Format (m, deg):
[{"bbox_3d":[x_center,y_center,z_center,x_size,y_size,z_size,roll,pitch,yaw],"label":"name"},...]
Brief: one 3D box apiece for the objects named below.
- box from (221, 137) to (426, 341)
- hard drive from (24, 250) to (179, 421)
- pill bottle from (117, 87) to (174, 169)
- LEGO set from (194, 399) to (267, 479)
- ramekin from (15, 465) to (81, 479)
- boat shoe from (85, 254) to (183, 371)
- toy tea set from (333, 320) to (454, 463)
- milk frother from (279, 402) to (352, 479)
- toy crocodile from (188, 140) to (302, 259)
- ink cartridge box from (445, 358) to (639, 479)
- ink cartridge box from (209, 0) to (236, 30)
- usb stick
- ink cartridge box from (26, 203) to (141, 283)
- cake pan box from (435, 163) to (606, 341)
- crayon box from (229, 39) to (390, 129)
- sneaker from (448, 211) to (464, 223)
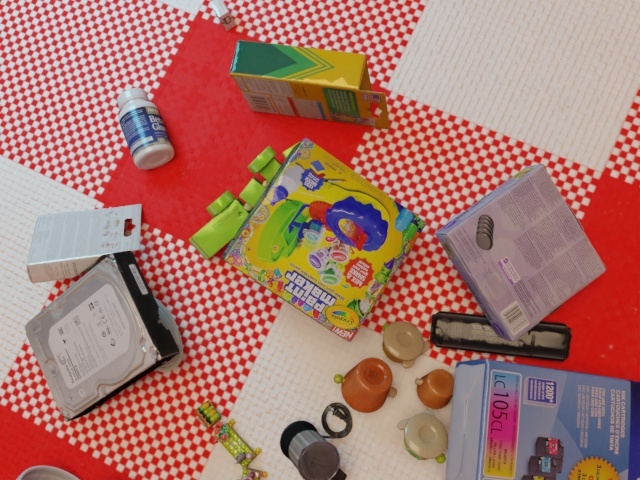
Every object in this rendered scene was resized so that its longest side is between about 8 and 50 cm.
[{"bbox_3d":[0.000,0.000,1.426,0.289,0.177,0.279,33,85,-9],"label":"box"},{"bbox_3d":[-0.460,0.202,1.471,0.338,0.064,0.237,-33,78,31],"label":"hard drive"},{"bbox_3d":[-0.402,-0.256,1.626,0.094,0.094,0.170,-24,76,3],"label":"pill bottle"},{"bbox_3d":[-0.184,0.458,1.436,0.132,0.107,0.287,-12,77,6],"label":"LEGO set"},{"bbox_3d":[-0.542,0.562,1.423,0.207,0.207,0.109,42,96,14],"label":"ramekin"},{"bbox_3d":[-0.397,0.163,1.543,0.114,0.091,0.303,-28,72,-25],"label":"boat shoe"},{"bbox_3d":[0.189,0.334,1.424,0.200,0.124,0.336,-31,70,-29],"label":"toy tea set"},{"bbox_3d":[0.008,0.392,1.406,0.129,0.134,0.143,25,85,-18],"label":"milk frother"},{"bbox_3d":[-0.144,-0.093,1.552,0.115,0.105,0.340,44,93,-8],"label":"toy crocodile"},{"bbox_3d":[0.441,0.373,1.300,0.395,0.151,0.270,10,79,-12],"label":"ink cartridge box"},{"bbox_3d":[-0.229,-0.530,1.663,0.028,0.083,0.048,-33,75,0],"label":"ink cartridge box"},{"bbox_3d":[0.362,0.192,1.442,0.277,0.045,0.077,5,86,9],"label":"usb stick"},{"bbox_3d":[-0.508,0.003,1.566,0.232,0.066,0.189,-4,36,-10],"label":"ink cartridge box"},{"bbox_3d":[0.390,0.026,1.383,0.245,0.070,0.267,-36,99,-8],"label":"cake pan box"},{"bbox_3d":[-0.008,-0.329,1.526,0.322,0.203,0.083,10,80,10],"label":"crayon box"},{"bbox_3d":[0.371,-0.026,1.468,0.257,0.091,0.094,-1,72,-13],"label":"sneaker"}]
